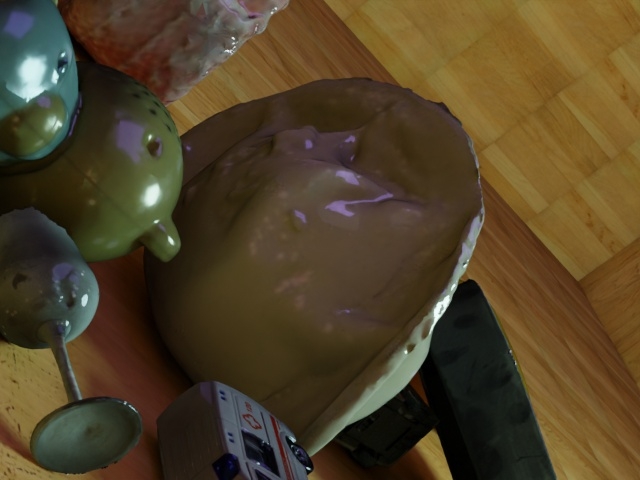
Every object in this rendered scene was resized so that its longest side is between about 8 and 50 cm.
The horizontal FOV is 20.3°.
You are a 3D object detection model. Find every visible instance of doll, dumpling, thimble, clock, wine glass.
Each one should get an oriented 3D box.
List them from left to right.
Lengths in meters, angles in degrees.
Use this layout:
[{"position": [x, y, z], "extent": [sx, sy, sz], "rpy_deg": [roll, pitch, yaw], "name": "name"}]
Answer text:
[{"position": [-0.214, -0.088, 1.346], "extent": [0.260, 0.161, 0.177], "rpy_deg": [47, -4, -40], "name": "doll"}, {"position": [-0.184, 0.064, 1.237], "extent": [0.079, 0.079, 0.195], "rpy_deg": [40, 18, -47], "name": "wine glass"}, {"position": [-0.158, -0.261, 1.922], "extent": [0.162, 0.239, 0.239], "rpy_deg": [50, 12, -15], "name": "thimble"}, {"position": [0.000, 0.000, 1.545], "extent": [0.233, 0.315, 0.395], "rpy_deg": [47, 8, -42], "name": "dumpling"}, {"position": [0.180, 0.230, 1.818], "extent": [0.386, 0.076, 0.386], "rpy_deg": [161, -90, -89], "name": "clock"}]

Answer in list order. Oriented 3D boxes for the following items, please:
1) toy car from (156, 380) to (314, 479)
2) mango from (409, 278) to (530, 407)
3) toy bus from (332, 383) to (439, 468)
[{"position": [-0.059, 0.194, 1.313], "extent": [0.108, 0.089, 0.209], "rpy_deg": [45, 12, -28], "name": "toy car"}, {"position": [0.176, 0.160, 2.181], "extent": [0.254, 0.139, 0.175], "rpy_deg": [57, 18, -13], "name": "mango"}, {"position": [0.023, 0.149, 1.761], "extent": [0.106, 0.092, 0.268], "rpy_deg": [51, 9, 33], "name": "toy bus"}]
